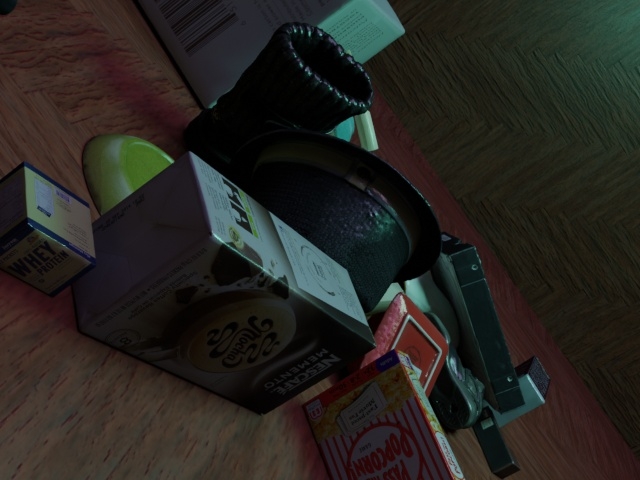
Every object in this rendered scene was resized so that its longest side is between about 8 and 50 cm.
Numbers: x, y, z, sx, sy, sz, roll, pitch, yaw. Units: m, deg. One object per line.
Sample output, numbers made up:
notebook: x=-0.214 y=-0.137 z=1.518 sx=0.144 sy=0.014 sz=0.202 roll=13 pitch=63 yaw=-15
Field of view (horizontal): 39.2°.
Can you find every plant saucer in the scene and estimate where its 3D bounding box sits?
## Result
plant saucer: x=-0.190 y=-0.039 z=1.099 sx=0.241 sy=0.037 sz=0.241 roll=49 pitch=17 yaw=-21

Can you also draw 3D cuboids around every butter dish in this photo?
butter dish: x=0.098 y=0.180 z=1.377 sx=0.160 sy=0.118 sz=0.160 roll=47 pitch=59 yaw=-33

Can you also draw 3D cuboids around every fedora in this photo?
fedora: x=0.000 y=0.000 z=1.278 sx=0.334 sy=0.334 sz=0.153 roll=47 pitch=52 yaw=-29

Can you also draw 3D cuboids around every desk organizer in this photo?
desk organizer: x=0.342 y=0.396 z=1.763 sx=0.050 sy=0.047 sz=0.130 roll=43 pitch=21 yaw=-45

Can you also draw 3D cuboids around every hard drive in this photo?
hard drive: x=0.305 y=0.161 z=1.829 sx=0.237 sy=0.064 sz=0.339 roll=-129 pitch=-162 yaw=-79

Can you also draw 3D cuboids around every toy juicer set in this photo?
toy juicer set: x=0.026 y=-0.191 z=1.719 sx=0.329 sy=0.089 sz=0.209 roll=122 pitch=-50 yaw=-69

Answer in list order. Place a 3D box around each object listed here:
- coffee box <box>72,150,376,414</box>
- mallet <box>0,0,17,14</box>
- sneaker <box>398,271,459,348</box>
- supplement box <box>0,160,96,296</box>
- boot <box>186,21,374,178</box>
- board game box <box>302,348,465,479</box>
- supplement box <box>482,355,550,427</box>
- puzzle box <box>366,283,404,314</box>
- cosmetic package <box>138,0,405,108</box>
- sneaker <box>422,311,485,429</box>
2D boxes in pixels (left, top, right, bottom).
coffee box: x=-0.094 y=0.059 z=0.947 sx=0.297 sy=0.168 sz=0.119 roll=37 pitch=25 yaw=-47
mallet: x=-0.410 y=-0.340 z=1.063 sx=0.062 sy=0.039 sz=0.190 roll=28 pitch=28 yaw=-56
sneaker: x=0.172 y=0.123 z=1.775 sx=0.123 sy=0.106 sz=0.290 roll=-41 pitch=110 yaw=-36
supplement box: x=-0.255 y=-0.010 z=0.817 sx=0.083 sy=0.056 sz=0.083 roll=40 pitch=23 yaw=-44
boot: x=-0.001 y=-0.168 z=1.363 sx=0.348 sy=0.260 sz=0.131 roll=17 pitch=49 yaw=-41
board game box: x=0.077 y=0.253 z=1.101 sx=0.045 sy=0.146 sz=0.194 roll=33 pitch=27 yaw=-54
supplement box: x=0.431 y=0.334 z=1.988 sx=0.073 sy=0.130 sz=0.239 roll=58 pitch=17 yaw=6
puzzle box: x=-0.007 y=-0.049 z=1.596 sx=0.409 sy=0.052 sz=0.272 roll=58 pitch=17 yaw=13
cosmetic package: x=-0.094 y=-0.444 z=1.641 sx=0.329 sy=0.327 sz=0.393 roll=57 pitch=15 yaw=5
sneaker: x=0.237 y=0.246 z=1.689 sx=0.130 sy=0.087 sz=0.228 roll=27 pitch=36 yaw=-63
